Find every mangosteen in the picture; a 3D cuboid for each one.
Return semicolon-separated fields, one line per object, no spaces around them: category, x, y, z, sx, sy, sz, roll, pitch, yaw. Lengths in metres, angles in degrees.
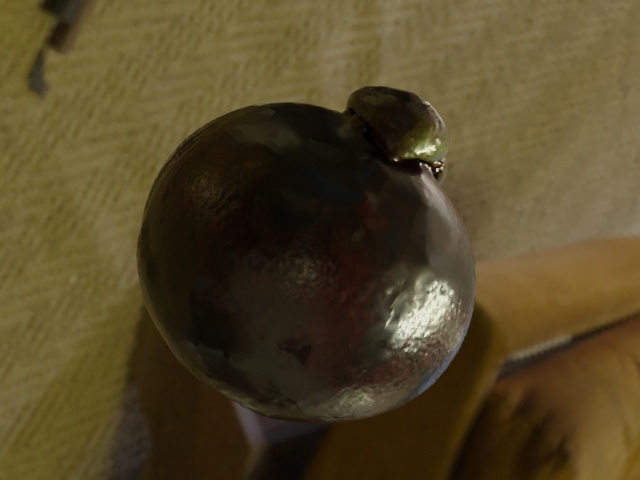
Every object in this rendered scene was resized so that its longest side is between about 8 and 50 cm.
mangosteen;0.000;0.000;0.667;0.152;0.152;0.152;-39;142;-38
